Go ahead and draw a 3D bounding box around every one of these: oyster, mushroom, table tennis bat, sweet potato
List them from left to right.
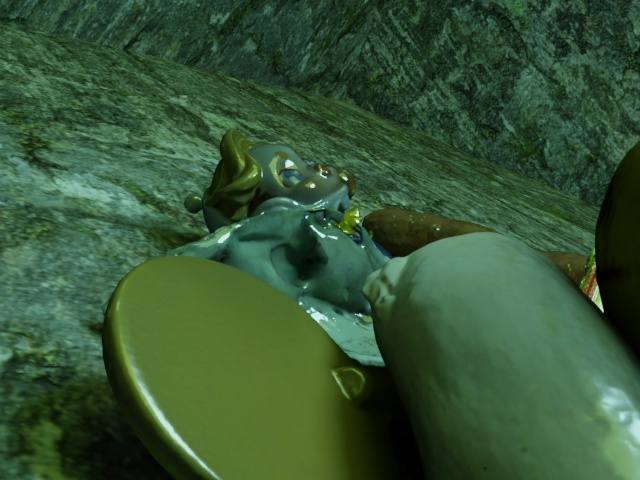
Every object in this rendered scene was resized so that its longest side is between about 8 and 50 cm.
[{"bbox_3d":[-0.011,0.053,0.715,0.199,0.087,0.252,52,45,-1],"label":"oyster"},{"bbox_3d":[0.002,0.095,0.575,0.321,0.050,0.198,15,35,-50],"label":"table tennis bat"},{"bbox_3d":[0.213,0.037,1.119,0.354,0.095,0.106,15,-36,27],"label":"sweet potato"},{"bbox_3d":[0.121,0.102,0.514,0.154,0.137,0.407,53,8,-19],"label":"mushroom"}]

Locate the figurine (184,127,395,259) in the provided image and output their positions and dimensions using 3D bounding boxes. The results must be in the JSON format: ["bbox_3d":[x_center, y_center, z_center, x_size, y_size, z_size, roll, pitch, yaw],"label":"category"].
[{"bbox_3d":[0.006,-0.002,0.915,0.274,0.133,0.194,26,28,-14],"label":"figurine"}]

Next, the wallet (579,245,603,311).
[{"bbox_3d":[0.259,0.104,0.756,0.141,0.067,0.241,27,44,12],"label":"wallet"}]

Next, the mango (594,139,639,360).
[{"bbox_3d":[0.322,0.111,0.533,0.301,0.220,0.445,68,0,-67],"label":"mango"}]
